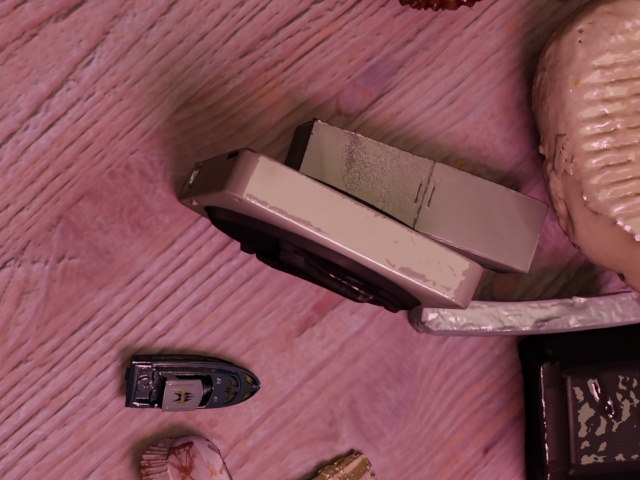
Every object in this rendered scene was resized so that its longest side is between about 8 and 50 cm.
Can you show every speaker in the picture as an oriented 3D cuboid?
[{"bbox_3d":[0.378,0.180,1.736,0.388,0.184,0.180,-5,91,-16],"label":"speaker"}]

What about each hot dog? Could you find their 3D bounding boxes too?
[{"bbox_3d":[-0.119,0.289,1.660,0.108,0.059,0.191,-17,89,-41],"label":"hot dog"}]

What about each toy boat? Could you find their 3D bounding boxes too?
[{"bbox_3d":[-0.129,0.147,1.668,0.141,0.060,0.055,3,112,-20],"label":"toy boat"}]

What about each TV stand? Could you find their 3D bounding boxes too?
[{"bbox_3d":[0.095,-0.044,1.712,0.270,0.088,0.082,18,85,-15],"label":"TV stand"}]

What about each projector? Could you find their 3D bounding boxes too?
[{"bbox_3d":[0.000,0.000,1.597,0.259,0.257,0.079,26,83,-13],"label":"projector"}]

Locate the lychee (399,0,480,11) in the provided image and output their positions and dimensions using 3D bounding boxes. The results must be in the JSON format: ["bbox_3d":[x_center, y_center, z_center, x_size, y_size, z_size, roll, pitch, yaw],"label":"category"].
[{"bbox_3d":[0.121,-0.321,1.680,0.188,0.188,0.188,0,90,-15],"label":"lychee"}]

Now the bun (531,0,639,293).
[{"bbox_3d":[0.381,-0.094,1.732,0.360,0.211,0.359,2,80,-9],"label":"bun"}]

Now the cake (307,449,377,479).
[{"bbox_3d":[-0.006,0.272,1.715,0.140,0.055,0.051,-32,97,-31],"label":"cake"}]

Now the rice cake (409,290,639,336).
[{"bbox_3d":[0.213,0.078,1.713,0.237,0.127,0.043,-3,85,-7],"label":"rice cake"}]
